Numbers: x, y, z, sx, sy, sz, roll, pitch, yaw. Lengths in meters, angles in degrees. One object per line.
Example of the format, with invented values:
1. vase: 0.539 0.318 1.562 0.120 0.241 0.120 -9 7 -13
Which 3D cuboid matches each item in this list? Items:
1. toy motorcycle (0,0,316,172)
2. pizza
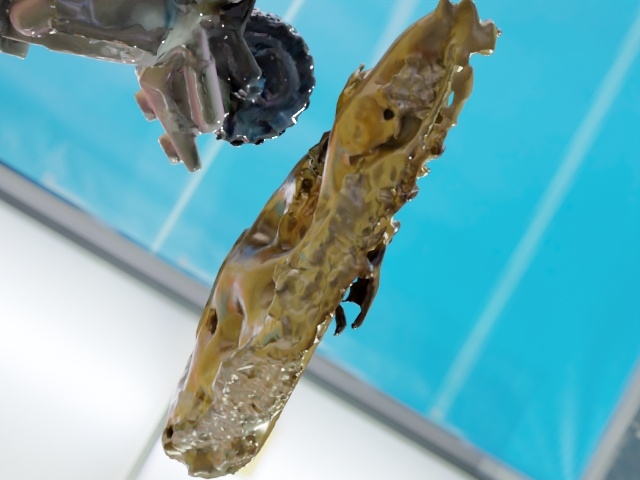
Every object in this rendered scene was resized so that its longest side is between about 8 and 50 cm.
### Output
1. toy motorcycle: -0.131 -0.131 1.067 0.204 0.239 0.108 -28 -172 -1
2. pizza: 0.000 0.000 1.002 0.297 0.071 0.189 -54 -177 45
